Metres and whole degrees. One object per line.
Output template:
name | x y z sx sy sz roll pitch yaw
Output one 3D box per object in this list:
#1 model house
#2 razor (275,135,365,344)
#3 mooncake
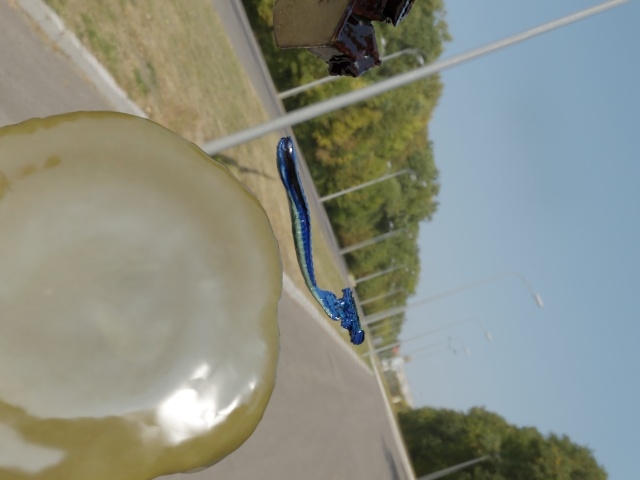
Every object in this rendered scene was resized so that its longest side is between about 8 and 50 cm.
model house | 0.044 -0.320 1.069 0.141 0.203 0.164 44 22 26
razor | -0.012 0.004 1.034 0.093 0.056 0.324 -103 173 -50
mooncake | -0.276 0.092 0.933 0.262 0.467 0.467 125 -51 -66
